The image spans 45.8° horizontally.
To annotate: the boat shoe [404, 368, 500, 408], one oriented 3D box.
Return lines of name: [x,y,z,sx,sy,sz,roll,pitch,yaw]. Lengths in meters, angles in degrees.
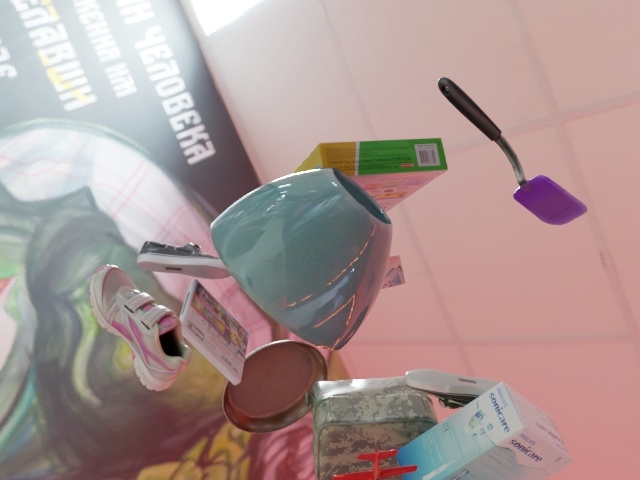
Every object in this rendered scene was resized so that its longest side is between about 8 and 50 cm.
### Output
boat shoe: [0.284,0.328,1.622,0.219,0.078,0.070,10,-75,-4]

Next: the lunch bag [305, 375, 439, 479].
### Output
lunch bag: [0.124,0.435,1.822,0.256,0.305,0.212,-102,-169,-62]

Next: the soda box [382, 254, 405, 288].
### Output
soda box: [0.091,0.070,1.477,0.058,0.183,0.063,-14,-94,38]

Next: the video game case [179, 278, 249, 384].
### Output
video game case: [-0.244,0.209,1.748,0.023,0.183,0.201,-32,-65,20]

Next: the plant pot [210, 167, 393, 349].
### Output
plant pot: [0.000,0.000,1.201,0.195,0.290,0.290,-46,-105,14]

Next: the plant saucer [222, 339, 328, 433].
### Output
plant saucer: [-0.127,0.393,2.081,0.050,0.310,0.311,-131,-149,-51]

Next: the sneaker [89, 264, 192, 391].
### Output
sneaker: [-0.314,0.145,1.373,0.111,0.103,0.252,-29,-81,32]

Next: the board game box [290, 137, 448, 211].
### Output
board game box: [0.061,-0.107,1.456,0.316,0.242,0.064,144,-61,-66]

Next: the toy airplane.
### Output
toy airplane: [0.097,0.387,1.287,0.028,0.151,0.151,-101,-168,-52]

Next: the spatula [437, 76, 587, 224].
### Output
spatula: [0.280,-0.136,1.154,0.296,0.030,0.084,50,-32,2]

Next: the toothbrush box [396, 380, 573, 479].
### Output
toothbrush box: [0.345,0.460,1.610,0.295,0.216,0.126,-39,-143,20]

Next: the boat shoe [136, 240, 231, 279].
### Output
boat shoe: [-0.318,0.039,1.802,0.228,0.076,0.080,4,-27,4]
